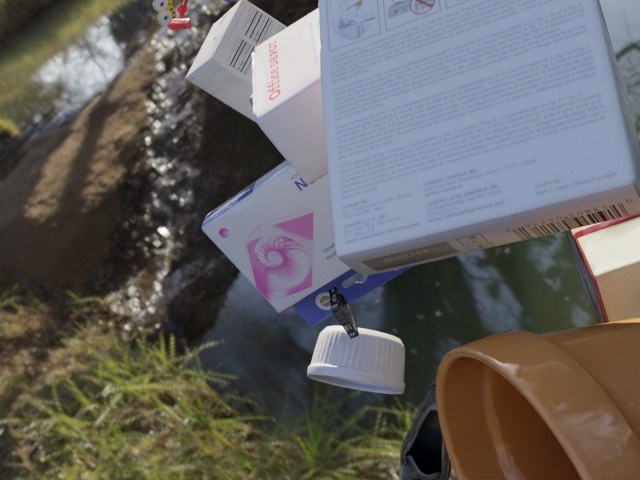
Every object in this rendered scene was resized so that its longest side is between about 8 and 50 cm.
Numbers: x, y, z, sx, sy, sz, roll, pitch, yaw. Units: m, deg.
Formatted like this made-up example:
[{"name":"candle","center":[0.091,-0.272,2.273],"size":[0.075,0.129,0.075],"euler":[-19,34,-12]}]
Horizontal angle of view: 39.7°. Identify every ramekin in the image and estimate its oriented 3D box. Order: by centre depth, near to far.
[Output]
[{"name":"ramekin","center":[0.082,0.250,1.859],"size":[0.207,0.207,0.109],"euler":[-6,68,49]}]

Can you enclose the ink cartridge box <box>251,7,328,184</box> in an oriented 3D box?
[{"name":"ink cartridge box","center":[0.070,-0.242,1.168],"size":[0.306,0.131,0.226],"euler":[-30,33,17]}]

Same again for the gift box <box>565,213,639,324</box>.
[{"name":"gift box","center":[0.440,0.003,1.059],"size":[0.258,0.255,0.276],"euler":[-19,35,13]}]

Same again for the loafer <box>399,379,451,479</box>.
[{"name":"loafer","center":[0.183,0.368,1.545],"size":[0.096,0.268,0.084],"euler":[17,26,17]}]

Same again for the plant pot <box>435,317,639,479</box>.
[{"name":"plant pot","center":[0.265,0.196,0.812],"size":[0.203,0.291,0.291],"euler":[-22,24,-16]}]

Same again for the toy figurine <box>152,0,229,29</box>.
[{"name":"toy figurine","center":[-0.190,-0.562,1.584],"size":[0.217,0.363,0.191],"euler":[4,38,12]}]

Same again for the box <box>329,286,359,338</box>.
[{"name":"box","center":[0.046,0.140,1.718],"size":[0.018,0.083,0.067],"euler":[-26,33,13]}]

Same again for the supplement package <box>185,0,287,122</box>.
[{"name":"supplement package","center":[-0.137,-0.362,1.835],"size":[0.194,0.203,0.149],"euler":[-5,57,65]}]

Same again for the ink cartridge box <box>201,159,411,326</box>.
[{"name":"ink cartridge box","center":[0.000,0.000,1.688],"size":[0.324,0.330,0.071],"euler":[-33,21,23]}]

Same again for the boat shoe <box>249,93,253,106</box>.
[{"name":"boat shoe","center":[-0.056,-0.245,1.466],"size":[0.076,0.080,0.228],"euler":[-48,11,-8]}]

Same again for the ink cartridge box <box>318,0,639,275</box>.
[{"name":"ink cartridge box","center":[0.153,-0.180,0.948],"size":[0.308,0.091,0.385],"euler":[-15,66,26]}]
